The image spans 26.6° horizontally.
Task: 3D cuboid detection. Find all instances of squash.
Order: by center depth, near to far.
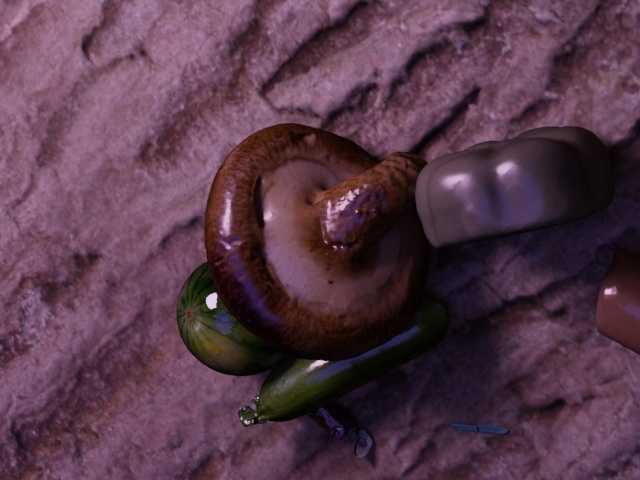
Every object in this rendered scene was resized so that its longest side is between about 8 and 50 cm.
[{"bbox_3d":[0.031,0.186,2.057,0.379,0.101,0.101,-31,92,21],"label":"squash"}]

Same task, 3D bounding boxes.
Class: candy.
[{"bbox_3d":[0.012,0.276,2.137,0.175,0.043,0.045,41,107,7],"label":"candy"}]

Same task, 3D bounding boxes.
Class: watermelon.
[{"bbox_3d":[-0.117,0.115,2.073,0.188,0.215,0.188,-7,80,44],"label":"watermelon"}]

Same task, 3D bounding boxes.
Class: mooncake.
[{"bbox_3d":[0.257,-0.072,1.808,0.275,0.275,0.135,-13,94,25],"label":"mooncake"}]

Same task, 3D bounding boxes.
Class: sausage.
[{"bbox_3d":[0.493,0.120,1.845,0.253,0.123,0.123,30,115,15],"label":"sausage"}]

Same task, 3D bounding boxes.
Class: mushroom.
[{"bbox_3d":[-0.006,0.007,1.936,0.345,0.239,0.345,-3,65,6],"label":"mushroom"}]

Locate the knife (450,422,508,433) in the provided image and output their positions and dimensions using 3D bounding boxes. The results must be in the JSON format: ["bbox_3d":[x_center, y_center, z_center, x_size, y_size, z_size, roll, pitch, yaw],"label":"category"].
[{"bbox_3d":[0.243,0.286,2.063,0.091,0.005,0.014,4,109,21],"label":"knife"}]
